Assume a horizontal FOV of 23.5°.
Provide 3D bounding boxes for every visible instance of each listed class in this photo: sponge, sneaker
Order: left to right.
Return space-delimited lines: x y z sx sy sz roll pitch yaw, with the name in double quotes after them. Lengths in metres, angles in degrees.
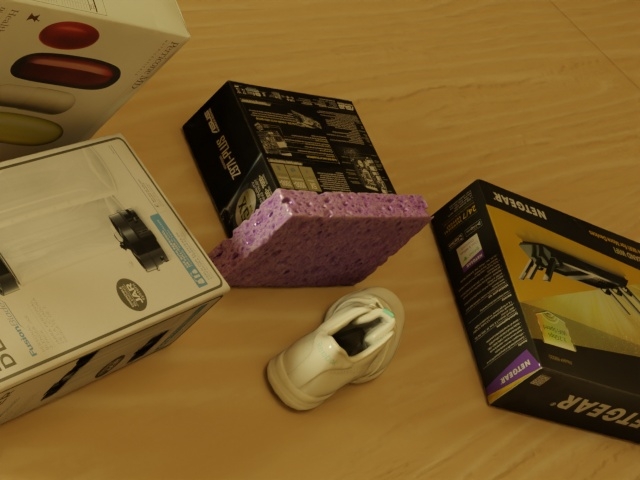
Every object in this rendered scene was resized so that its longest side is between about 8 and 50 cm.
0.000 0.000 1.408 0.210 0.117 0.031 0 55 -50 "sponge"
0.040 0.084 1.393 0.080 0.094 0.212 50 32 3 "sneaker"

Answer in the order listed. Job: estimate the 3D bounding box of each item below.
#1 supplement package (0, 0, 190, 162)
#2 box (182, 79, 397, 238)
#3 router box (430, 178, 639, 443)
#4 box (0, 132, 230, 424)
-0.254 -0.175 1.212 0.203 0.194 0.149 4 55 -47 "supplement package"
-0.023 -0.066 1.483 0.180 0.077 0.147 3 55 -48 "box"
0.279 0.086 1.687 0.309 0.081 0.243 17 45 -39 "router box"
-0.217 0.030 1.148 0.169 0.087 0.290 55 33 9 "box"
